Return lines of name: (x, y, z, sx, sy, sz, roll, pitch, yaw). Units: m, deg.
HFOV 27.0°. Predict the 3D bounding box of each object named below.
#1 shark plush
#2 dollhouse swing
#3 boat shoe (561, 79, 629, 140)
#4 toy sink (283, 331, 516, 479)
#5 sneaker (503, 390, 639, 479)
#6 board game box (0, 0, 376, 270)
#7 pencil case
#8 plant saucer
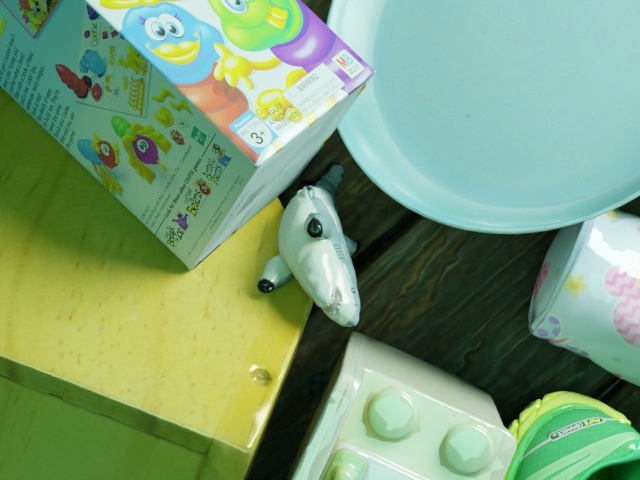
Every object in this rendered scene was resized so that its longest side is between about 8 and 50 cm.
shark plush: (0.000, 0.000, 0.981, 0.067, 0.161, 0.073, 30, 112, -17)
dollhouse swing: (-0.215, 0.119, 1.026, 0.347, 0.315, 0.305, 20, 135, 2)
boat shoe: (0.325, -0.062, 0.959, 0.324, 0.116, 0.096, 27, 98, 11)
toy sink: (0.047, 0.169, 0.939, 0.131, 0.234, 0.152, 24, 93, 2)
sneaker: (0.156, 0.255, 0.952, 0.123, 0.109, 0.295, 16, 84, 45)
board game box: (-0.124, -0.142, 0.942, 0.275, 0.144, 0.142, 44, 51, 4)
pencil case: (0.291, 0.065, 0.981, 0.273, 0.113, 0.124, 23, 76, 1)
plant saucer: (0.154, -0.152, 0.953, 0.318, 0.044, 0.317, -8, 71, 25)
